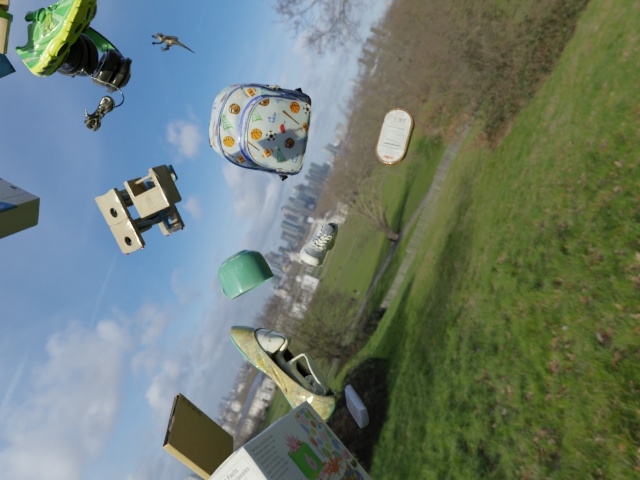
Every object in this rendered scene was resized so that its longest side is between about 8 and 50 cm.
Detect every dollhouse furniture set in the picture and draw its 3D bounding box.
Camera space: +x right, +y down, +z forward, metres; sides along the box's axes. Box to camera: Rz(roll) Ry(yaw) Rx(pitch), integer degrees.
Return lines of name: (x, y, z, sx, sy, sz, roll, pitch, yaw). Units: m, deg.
dollhouse furniture set: (-0.324, -0.070, 0.894, 0.183, 0.129, 0.129, -17, 12, 31)

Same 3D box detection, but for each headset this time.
headset: (-0.709, -0.521, 1.352, 0.185, 0.394, 0.243, -44, -27, 22)

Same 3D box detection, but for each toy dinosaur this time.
toy dinosaur: (-0.559, -0.739, 1.635, 0.092, 0.183, 0.053, -48, -20, -43)

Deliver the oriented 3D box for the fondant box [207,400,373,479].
fondant box: (0.013, 0.428, 0.665, 0.096, 0.330, 0.238, -46, -17, 11)

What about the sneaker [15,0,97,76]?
sneaker: (-0.699, -0.572, 1.158, 0.295, 0.123, 0.109, -45, 16, 13)

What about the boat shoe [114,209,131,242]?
boat shoe: (-0.667, -0.049, 1.494, 0.049, 0.042, 0.133, 13, -118, -66)

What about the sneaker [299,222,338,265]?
sneaker: (0.000, 0.000, 1.530, 0.115, 0.090, 0.232, -67, -6, 32)

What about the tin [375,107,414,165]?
tin: (0.244, -0.343, 1.460, 0.040, 0.106, 0.190, 0, -75, -69)

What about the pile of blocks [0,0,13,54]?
pile of blocks: (-0.843, -0.644, 1.083, 0.112, 0.149, 0.362, -130, 30, -68)

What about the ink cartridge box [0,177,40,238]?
ink cartridge box: (-1.231, -0.138, 1.593, 0.129, 0.307, 0.223, -67, -6, 26)

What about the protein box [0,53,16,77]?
protein box: (-1.000, -0.517, 1.194, 0.201, 0.136, 0.200, -40, -44, -24)

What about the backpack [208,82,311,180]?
backpack: (-0.163, -0.302, 1.207, 0.213, 0.263, 0.276, -148, 64, -64)

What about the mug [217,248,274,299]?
mug: (-0.211, 0.088, 1.147, 0.158, 0.097, 0.129, -29, -3, 6)

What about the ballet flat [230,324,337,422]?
ballet flat: (-0.089, 0.310, 1.128, 0.123, 0.348, 0.123, -38, -25, -21)

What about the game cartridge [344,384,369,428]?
game cartridge: (0.063, 0.288, 0.756, 0.056, 0.017, 0.083, 56, 163, 38)

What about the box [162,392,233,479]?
box: (-0.281, 0.477, 1.046, 0.021, 0.201, 0.164, -36, 22, 6)
